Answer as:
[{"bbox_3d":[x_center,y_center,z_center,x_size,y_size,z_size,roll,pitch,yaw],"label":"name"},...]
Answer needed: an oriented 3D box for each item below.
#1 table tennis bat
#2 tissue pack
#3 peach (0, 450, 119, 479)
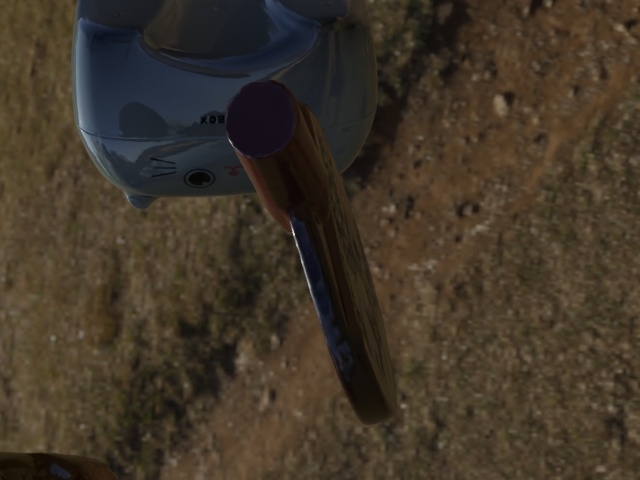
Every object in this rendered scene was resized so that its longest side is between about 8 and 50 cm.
[{"bbox_3d":[0.000,0.000,0.730,0.310,0.038,0.200,64,-169,-65],"label":"table tennis bat"},{"bbox_3d":[-0.109,-0.173,1.385,0.229,0.333,0.236,-104,13,-55],"label":"tissue pack"},{"bbox_3d":[-0.264,0.270,1.048,0.214,0.235,0.214,14,117,29],"label":"peach"}]
